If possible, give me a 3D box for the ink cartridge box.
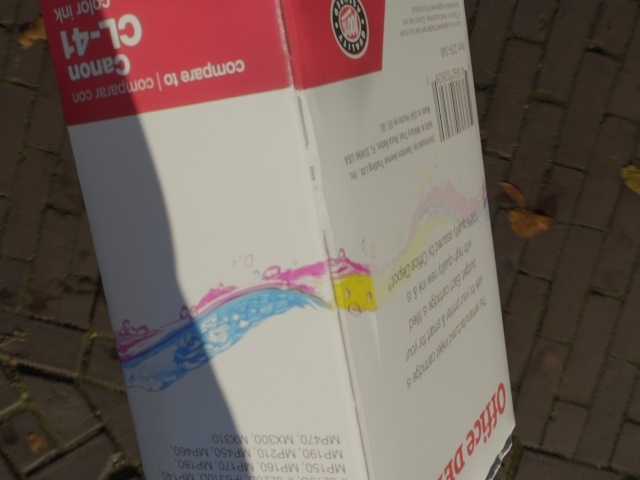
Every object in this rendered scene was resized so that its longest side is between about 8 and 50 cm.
[{"bbox_3d":[0.000,0.000,0.498,0.131,0.226,0.306,-3,102,26],"label":"ink cartridge box"}]
